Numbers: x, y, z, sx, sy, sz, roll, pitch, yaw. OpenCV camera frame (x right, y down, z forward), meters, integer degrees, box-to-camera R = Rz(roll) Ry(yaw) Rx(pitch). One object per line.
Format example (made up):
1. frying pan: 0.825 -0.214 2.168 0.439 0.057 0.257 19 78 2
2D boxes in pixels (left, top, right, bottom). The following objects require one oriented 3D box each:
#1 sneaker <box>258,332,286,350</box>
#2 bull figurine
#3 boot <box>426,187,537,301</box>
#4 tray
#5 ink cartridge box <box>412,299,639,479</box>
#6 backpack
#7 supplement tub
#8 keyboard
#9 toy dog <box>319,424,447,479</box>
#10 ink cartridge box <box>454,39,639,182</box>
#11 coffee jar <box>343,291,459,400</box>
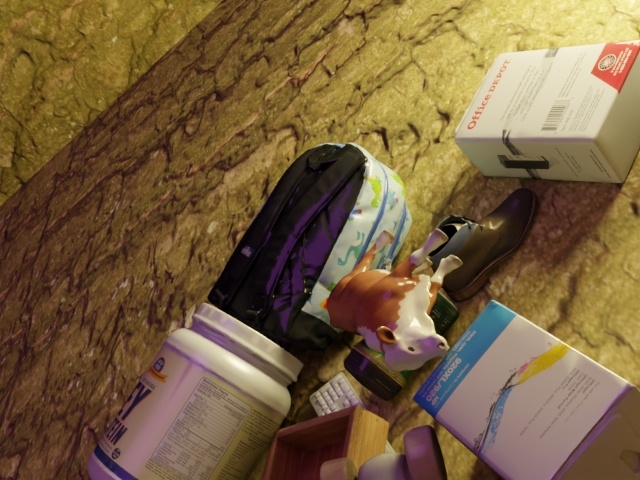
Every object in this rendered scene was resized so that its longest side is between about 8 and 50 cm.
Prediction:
1. sneaker: -0.090 0.206 1.504 0.057 0.047 0.119 -11 48 25
2. bull figurine: 0.103 0.080 1.163 0.188 0.101 0.310 -49 19 -12
3. boot: 0.252 -0.016 1.301 0.219 0.106 0.082 -53 35 -8
4. tray: -0.025 0.445 1.136 0.203 0.076 0.410 -30 35 44
5. ink cartridge box: 0.269 0.219 0.993 0.168 0.171 0.233 -50 34 -4
6. backpack: 0.000 0.000 1.458 0.290 0.273 0.355 15 88 53
7. supplement tub: -0.195 0.290 1.347 0.235 0.235 0.324 17 71 52
8. keyboard: 0.054 0.298 1.280 0.072 0.014 0.256 -44 35 4
9. toy dog: 0.104 0.400 1.016 0.220 0.161 0.333 -2 62 24
10. ink cartridge box: 0.383 -0.206 1.347 0.273 0.114 0.197 10 64 49
11. coffee jar: 0.123 0.152 1.280 0.184 0.096 0.079 -51 25 -7
